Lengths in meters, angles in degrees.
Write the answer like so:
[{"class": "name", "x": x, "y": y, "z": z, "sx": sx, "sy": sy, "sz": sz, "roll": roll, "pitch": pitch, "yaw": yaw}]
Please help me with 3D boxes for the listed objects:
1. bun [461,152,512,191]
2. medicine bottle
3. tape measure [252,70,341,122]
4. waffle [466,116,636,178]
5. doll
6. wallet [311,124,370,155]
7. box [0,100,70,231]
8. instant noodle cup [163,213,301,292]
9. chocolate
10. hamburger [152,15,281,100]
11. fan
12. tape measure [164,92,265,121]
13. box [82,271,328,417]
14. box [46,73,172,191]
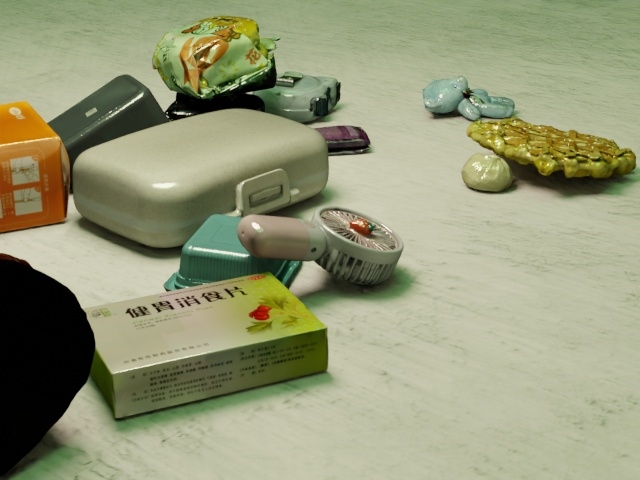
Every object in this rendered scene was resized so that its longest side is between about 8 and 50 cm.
[{"class": "bun", "x": 0.272, "y": -0.114, "z": 1.955, "sx": 0.086, "sy": 0.055, "sz": 0.086, "roll": 2, "pitch": 23, "yaw": -1}, {"class": "medicine bottle", "x": -0.179, "y": -0.106, "z": 1.852, "sx": 0.282, "sy": 0.123, "sz": 0.375, "roll": 22, "pitch": 31, "yaw": 39}, {"class": "tape measure", "x": -0.135, "y": -0.289, "z": 2.332, "sx": 0.330, "sy": 0.084, "sz": 0.164, "roll": 6, "pitch": 20, "yaw": 11}, {"class": "waffle", "x": 0.391, "y": -0.157, "z": 2.020, "sx": 0.291, "sy": 0.051, "sz": 0.291, "roll": 8, "pitch": 16, "yaw": -2}, {"class": "doll", "x": 0.285, "y": -0.279, "z": 2.314, "sx": 0.179, "sy": 0.075, "sz": 0.120, "roll": 4, "pitch": 27, "yaw": 10}, {"class": "wallet", "x": -0.001, "y": -0.182, "z": 2.146, "sx": 0.165, "sy": 0.030, "sz": 0.111, "roll": -5, "pitch": 24, "yaw": -9}, {"class": "box", "x": -0.574, "y": -0.102, "z": 1.821, "sx": 0.341, "sy": 0.144, "sz": 0.225, "roll": -12, "pitch": 26, "yaw": -23}, {"class": "instant noodle cup", "x": -0.115, "y": 0.022, "z": 1.626, "sx": 0.157, "sy": 0.070, "sz": 0.179, "roll": 7, "pitch": 23, "yaw": 12}, {"class": "chocolate", "x": -0.419, "y": 0.128, "z": 1.199, "sx": 0.210, "sy": 0.225, "sz": 0.340, "roll": 8, "pitch": 23, "yaw": 39}, {"class": "hamburger", "x": -0.169, "y": -0.332, "z": 2.103, "sx": 0.235, "sy": 0.125, "sz": 0.214, "roll": -26, "pitch": 34, "yaw": -16}, {"class": "fan", "x": 0.000, "y": 0.000, "z": 1.585, "sx": 0.244, "sy": 0.074, "sz": 0.130, "roll": 5, "pitch": 27, "yaw": -38}, {"class": "tape measure", "x": -0.185, "y": -0.214, "z": 2.127, "sx": 0.186, "sy": 0.112, "sz": 0.199, "roll": 4, "pitch": 25, "yaw": 5}, {"class": "box", "x": -0.143, "y": 0.116, "z": 1.409, "sx": 0.260, "sy": 0.062, "sz": 0.175, "roll": -12, "pitch": 26, "yaw": -23}, {"class": "box", "x": -0.358, "y": -0.181, "z": 1.975, "sx": 0.201, "sy": 0.090, "sz": 0.144, "roll": -36, "pitch": 33, "yaw": -11}]
